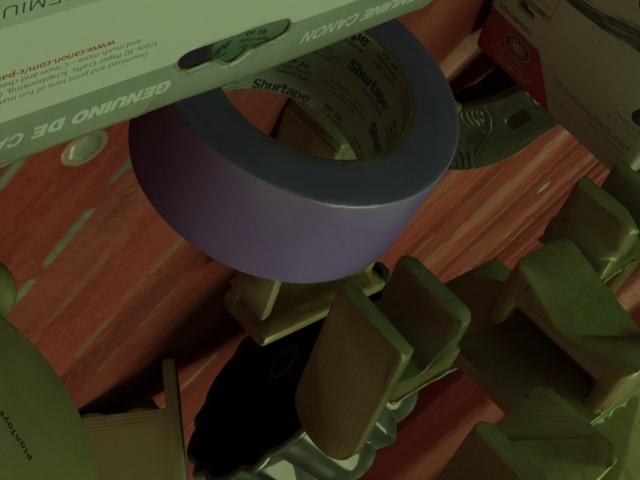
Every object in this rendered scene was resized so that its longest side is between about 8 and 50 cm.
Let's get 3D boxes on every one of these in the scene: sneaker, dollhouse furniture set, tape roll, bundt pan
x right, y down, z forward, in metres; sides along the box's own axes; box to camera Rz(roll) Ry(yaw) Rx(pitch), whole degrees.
[{"bbox_3d":[0.204,-0.160,1.014,0.222,0.083,0.118,-22,-147,23],"label":"sneaker"},{"bbox_3d":[0.117,0.075,0.802,0.362,0.394,0.256,-23,147,-38],"label":"dollhouse furniture set"},{"bbox_3d":[-0.017,-0.074,0.563,0.189,0.189,0.080,-26,159,-38],"label":"tape roll"},{"bbox_3d":[-0.003,0.181,1.092,0.331,0.124,0.331,-40,-161,17],"label":"bundt pan"}]

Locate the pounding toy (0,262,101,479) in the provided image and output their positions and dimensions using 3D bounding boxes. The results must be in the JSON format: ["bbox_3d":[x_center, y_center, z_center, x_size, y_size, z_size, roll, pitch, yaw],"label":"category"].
[{"bbox_3d":[-0.234,0.116,0.545,0.110,0.237,0.183,-28,162,7],"label":"pounding toy"}]

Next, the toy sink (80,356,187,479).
[{"bbox_3d":[-0.224,0.273,1.090,0.131,0.234,0.153,-5,157,-9],"label":"toy sink"}]

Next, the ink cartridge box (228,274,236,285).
[{"bbox_3d":[0.000,0.000,1.048,0.207,0.046,0.097,-41,162,7],"label":"ink cartridge box"}]

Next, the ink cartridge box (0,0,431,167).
[{"bbox_3d":[-0.038,-0.183,0.328,0.309,0.130,0.272,-27,162,-34],"label":"ink cartridge box"}]

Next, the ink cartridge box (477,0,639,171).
[{"bbox_3d":[0.267,-0.213,0.775,0.117,0.207,0.283,-36,163,-17],"label":"ink cartridge box"}]
